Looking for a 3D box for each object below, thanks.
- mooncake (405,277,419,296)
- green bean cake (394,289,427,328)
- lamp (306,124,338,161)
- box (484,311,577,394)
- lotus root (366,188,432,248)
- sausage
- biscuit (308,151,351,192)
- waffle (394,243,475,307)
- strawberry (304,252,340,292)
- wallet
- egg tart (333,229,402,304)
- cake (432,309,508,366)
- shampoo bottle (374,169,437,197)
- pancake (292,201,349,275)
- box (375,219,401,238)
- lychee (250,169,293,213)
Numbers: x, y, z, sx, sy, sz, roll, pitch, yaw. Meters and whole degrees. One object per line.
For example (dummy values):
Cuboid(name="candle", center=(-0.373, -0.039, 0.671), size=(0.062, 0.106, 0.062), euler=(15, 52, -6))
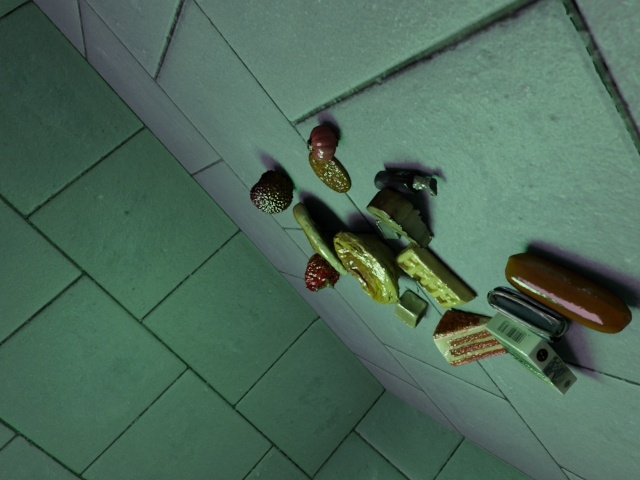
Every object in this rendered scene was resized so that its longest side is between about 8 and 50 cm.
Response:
Cuboid(name="mooncake", center=(0.407, 0.256, 1.677), size=(0.150, 0.057, 0.347), euler=(37, 175, 38))
Cuboid(name="green bean cake", center=(0.375, 0.289, 1.881), size=(0.109, 0.085, 0.179), euler=(36, 162, 23))
Cuboid(name="lamp", center=(0.007, -0.289, 1.339), size=(0.107, 0.092, 0.107), euler=(170, 90, -77))
Cuboid(name="box", center=(0.613, 0.328, 1.312), size=(0.256, 0.069, 0.164), euler=(42, 178, -30))
Cuboid(name="lotus root", center=(0.220, -0.067, 1.309), size=(0.170, 0.074, 0.261), euler=(31, 177, 31))
Cuboid(name="sausage", center=(0.548, 0.113, 1.015), size=(0.274, 0.105, 0.105), euler=(34, 161, 39))
Cuboid(name="biscuit", center=(0.028, -0.233, 1.540), size=(0.188, 0.027, 0.188), euler=(39, 163, 14))
Cuboid(name="waffle", center=(0.377, 0.122, 1.515), size=(0.274, 0.057, 0.168), euler=(44, 164, 1))
Cuboid(name="strawberry", center=(-0.002, 0.166, 2.355), size=(0.184, 0.187, 0.201), euler=(29, -139, -80))
Cuboid(name="wallet", center=(0.529, 0.189, 1.141), size=(0.176, 0.075, 0.250), euler=(30, -176, 33))
Cuboid(name="egg tart", center=(0.196, 0.085, 1.705), size=(0.352, 0.150, 0.352), euler=(46, 165, 17))
Cuboid(name="cake", center=(0.518, 0.349, 1.558), size=(0.158, 0.160, 0.262), euler=(52, 161, -13))
Cuboid(name="shampoo bottle", center=(0.228, -0.153, 1.203), size=(0.063, 0.057, 0.208), euler=(53, 162, -28))
Cuboid(name="pancake", center=(-0.001, -0.001, 1.939), size=(0.387, 0.082, 0.387), euler=(53, -176, -5))
Cuboid(name="box", center=(0.231, -0.049, 1.455), size=(0.063, 0.060, 0.084), euler=(13, 144, 52))
Cuboid(name="lychee", center=(-0.202, -0.197, 1.901), size=(0.188, 0.188, 0.188), euler=(40, 163, 15))
